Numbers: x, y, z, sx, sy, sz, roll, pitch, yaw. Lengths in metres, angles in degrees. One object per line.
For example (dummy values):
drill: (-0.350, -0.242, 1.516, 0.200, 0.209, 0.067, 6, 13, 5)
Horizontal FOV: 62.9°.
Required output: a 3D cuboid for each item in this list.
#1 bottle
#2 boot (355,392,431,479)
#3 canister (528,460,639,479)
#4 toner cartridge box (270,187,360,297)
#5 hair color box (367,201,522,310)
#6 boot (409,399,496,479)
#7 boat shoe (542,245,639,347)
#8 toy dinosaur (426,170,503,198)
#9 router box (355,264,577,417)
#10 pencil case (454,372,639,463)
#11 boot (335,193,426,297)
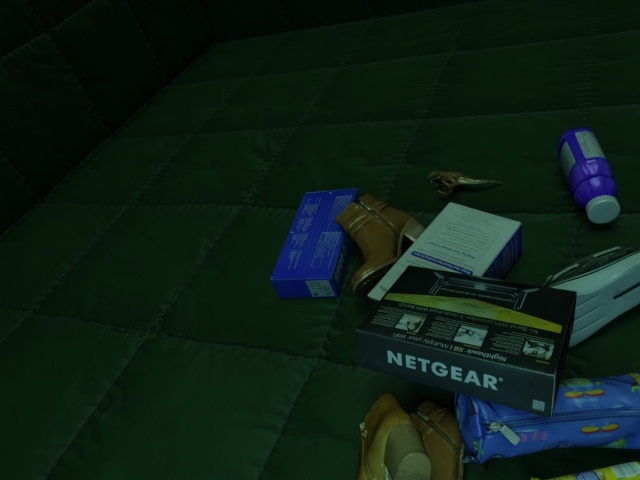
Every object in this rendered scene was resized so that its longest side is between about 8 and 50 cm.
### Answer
bottle: (0.639, -0.155, 1.249, 0.092, 0.118, 0.283, -7, 40, 16)
boot: (0.091, 0.413, 0.842, 0.104, 0.295, 0.211, 19, 3, -6)
canister: (0.398, 0.395, 0.750, 0.170, 0.073, 0.126, -15, 39, 6)
toner cartridge box: (0.000, 0.000, 1.393, 0.165, 0.075, 0.348, -2, 43, 21)
hair color box: (0.281, 0.074, 1.154, 0.185, 0.110, 0.339, 22, 54, 39)
boot: (0.184, 0.368, 0.884, 0.197, 0.073, 0.152, -29, 39, -30)
boat shoe: (0.495, 0.114, 1.023, 0.335, 0.121, 0.119, -23, 16, 0)
toy dinosaur: (0.372, -0.165, 1.428, 0.211, 0.064, 0.112, 18, 52, 38)
router box: (0.249, 0.149, 0.883, 0.309, 0.081, 0.243, 8, 28, 30)
pencil case: (0.365, 0.275, 0.817, 0.306, 0.133, 0.119, -4, 81, 2)
boot: (0.114, -0.001, 1.266, 0.220, 0.109, 0.283, 38, 60, 26)
